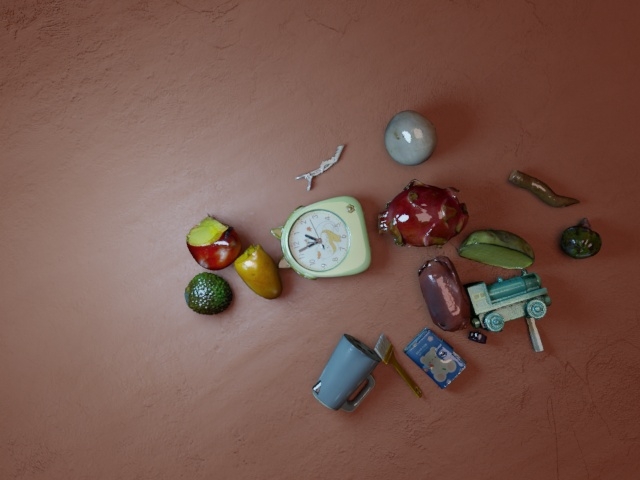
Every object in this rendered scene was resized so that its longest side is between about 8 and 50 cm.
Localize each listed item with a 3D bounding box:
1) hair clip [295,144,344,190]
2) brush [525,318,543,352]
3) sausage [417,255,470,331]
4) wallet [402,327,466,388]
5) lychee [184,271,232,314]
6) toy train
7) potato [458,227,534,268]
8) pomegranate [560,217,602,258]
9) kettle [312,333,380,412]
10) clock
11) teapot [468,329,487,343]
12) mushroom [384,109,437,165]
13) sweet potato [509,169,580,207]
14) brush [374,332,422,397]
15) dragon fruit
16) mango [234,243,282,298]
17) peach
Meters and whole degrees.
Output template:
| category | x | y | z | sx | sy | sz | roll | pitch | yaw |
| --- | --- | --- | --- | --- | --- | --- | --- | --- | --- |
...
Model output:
| category | x | y | z | sx | sy | sz | roll | pitch | yaw |
| --- | --- | --- | --- | --- | --- | --- | --- | --- | --- |
| hair clip | 0.014 | -0.274 | 1.875 | 0.226 | 0.034 | 0.072 | -37 | 92 | -5 |
| brush | 0.796 | 0.329 | 1.875 | 0.033 | 0.030 | 0.179 | -14 | 77 | 7 |
| sausage | 0.449 | 0.195 | 1.807 | 0.152 | 0.152 | 0.280 | -19 | 87 | -2 |
| wallet | 0.425 | 0.431 | 1.842 | 0.202 | 0.059 | 0.141 | 43 | 94 | 2 |
| lychee | -0.396 | 0.191 | 1.788 | 0.171 | 0.171 | 0.171 | 0 | 87 | -2 |
| toy train | 0.680 | 0.217 | 1.826 | 0.297 | 0.120 | 0.194 | -17 | 81 | 0 |
| potato | 0.653 | 0.015 | 1.834 | 0.271 | 0.160 | 0.111 | 14 | 63 | 0 |
| pomegranate | 0.968 | -0.012 | 1.845 | 0.138 | 0.125 | 0.163 | 19 | 86 | 12 |
| kettle | 0.104 | 0.492 | 1.803 | 0.210 | 0.160 | 0.243 | 31 | 95 | -28 |
| clock | 0.000 | 0.000 | 1.821 | 0.348 | 0.117 | 0.287 | -10 | 88 | -1 |
| teapot | 0.586 | 0.355 | 1.847 | 0.100 | 0.067 | 0.045 | 21 | 84 | -36 |
| mushroom | 0.343 | -0.381 | 1.825 | 0.204 | 0.204 | 0.205 | 0 | 87 | -2 |
| sweet potato | 0.843 | -0.182 | 1.882 | 0.281 | 0.059 | 0.067 | 29 | 52 | -4 |
| brush | 0.292 | 0.471 | 1.831 | 0.013 | 0.103 | 0.272 | -33 | 99 | 34 |
| dragon fruit | 0.366 | -0.091 | 1.786 | 0.314 | 0.250 | 0.251 | 12 | 87 | 18 |
| mango | -0.209 | 0.123 | 1.763 | 0.126 | 0.252 | 0.154 | -41 | 45 | -13 |
| peach | -0.365 | 0.029 | 1.742 | 0.158 | 0.267 | 0.154 | -42 | 124 | -21 |
